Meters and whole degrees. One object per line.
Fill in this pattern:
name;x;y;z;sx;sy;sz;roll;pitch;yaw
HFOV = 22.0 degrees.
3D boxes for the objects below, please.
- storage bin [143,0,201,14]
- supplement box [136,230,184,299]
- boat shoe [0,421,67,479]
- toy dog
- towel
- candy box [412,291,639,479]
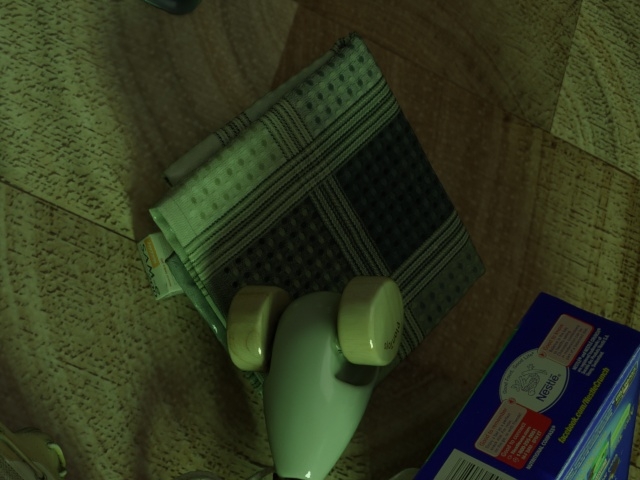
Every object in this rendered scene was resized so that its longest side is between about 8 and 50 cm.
storage bin;-0.146;-0.312;1.673;0.098;0.135;0.091;21;55;-20
supplement box;-0.125;0.016;1.629;0.098;0.036;0.062;-14;81;-31
boat shoe;-0.271;0.208;1.460;0.302;0.109;0.098;38;63;-6
toy dog;0.003;0.184;1.534;0.161;0.220;0.333;9;102;-62
towel;0.000;0.000;1.662;0.324;0.056;0.312;-42;113;-31
candy box;0.191;0.250;1.558;0.122;0.317;0.268;24;57;23
